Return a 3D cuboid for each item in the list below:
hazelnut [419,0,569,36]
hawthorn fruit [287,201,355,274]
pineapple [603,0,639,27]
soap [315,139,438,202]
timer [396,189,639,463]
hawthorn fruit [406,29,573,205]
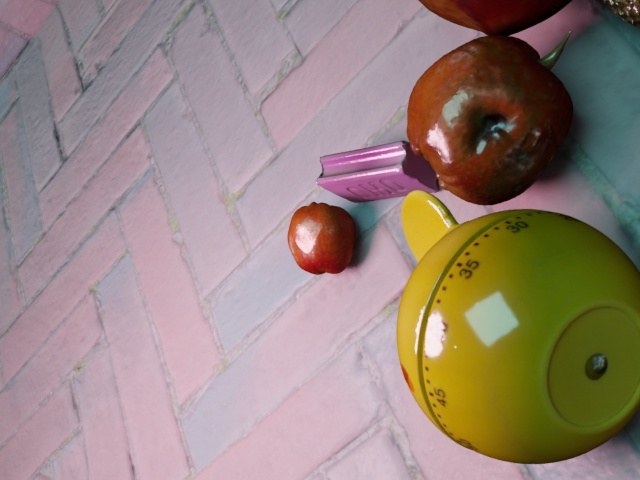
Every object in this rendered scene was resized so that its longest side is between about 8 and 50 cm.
[{"bbox_3d":[0.301,-0.537,1.303,0.421,0.353,0.421,-40,13,11],"label":"hazelnut"},{"bbox_3d":[0.000,0.000,1.548,0.133,0.133,0.138,-22,71,37],"label":"hawthorn fruit"},{"bbox_3d":[0.512,-0.331,1.201,0.125,0.125,0.251,-39,56,27],"label":"pineapple"},{"bbox_3d":[0.106,-0.122,1.496,0.203,0.122,0.065,-5,71,44],"label":"soap"},{"bbox_3d":[0.254,0.114,1.130,0.387,0.376,0.376,22,91,63],"label":"timer"},{"bbox_3d":[0.266,-0.188,1.292,0.262,0.258,0.258,-35,42,-19],"label":"hawthorn fruit"}]
